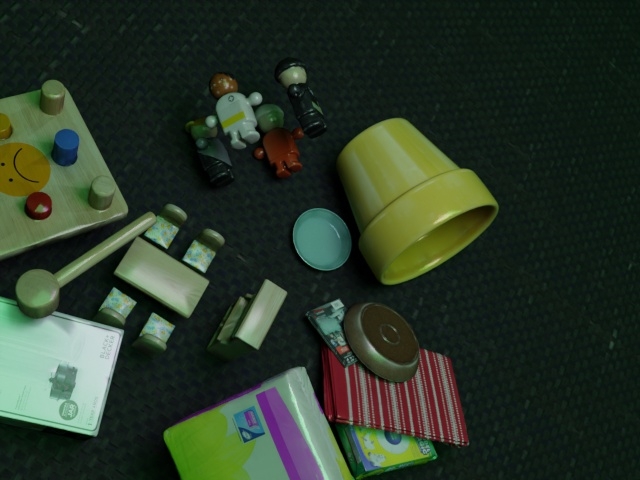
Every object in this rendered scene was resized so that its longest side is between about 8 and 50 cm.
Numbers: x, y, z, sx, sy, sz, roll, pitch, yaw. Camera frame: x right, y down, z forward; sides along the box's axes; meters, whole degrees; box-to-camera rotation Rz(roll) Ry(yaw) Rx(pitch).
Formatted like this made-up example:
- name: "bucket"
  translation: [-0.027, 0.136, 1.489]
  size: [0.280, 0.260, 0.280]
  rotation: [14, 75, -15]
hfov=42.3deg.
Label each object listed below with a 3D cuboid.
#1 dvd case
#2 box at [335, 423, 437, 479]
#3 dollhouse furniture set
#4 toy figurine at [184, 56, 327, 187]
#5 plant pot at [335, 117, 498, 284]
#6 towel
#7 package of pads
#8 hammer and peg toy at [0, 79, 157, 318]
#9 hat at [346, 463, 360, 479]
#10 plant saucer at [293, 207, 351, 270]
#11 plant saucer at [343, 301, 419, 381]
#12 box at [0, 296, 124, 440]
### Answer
- name: "dvd case"
  translation: [0.039, 0.162, 1.467]
  size: [0.087, 0.013, 0.119]
  rotation: [-20, 66, -46]
- name: "box"
  translation: [0.124, 0.346, 1.440]
  size: [0.179, 0.043, 0.105]
  rotation: [-2, 56, -35]
- name: "dollhouse furniture set"
  translation: [-0.203, 0.082, 1.321]
  size: [0.242, 0.161, 0.212]
  rotation: [34, 62, -13]
- name: "toy figurine"
  translation: [-0.114, -0.206, 1.435]
  size: [0.210, 0.213, 0.148]
  rotation: [-12, 70, -26]
- name: "plant pot"
  translation: [0.156, -0.083, 1.521]
  size: [0.254, 0.254, 0.239]
  rotation: [-20, 67, -30]
- name: "towel"
  translation: [0.127, 0.260, 1.466]
  size: [0.275, 0.031, 0.199]
  rotation: [16, 43, -21]
- name: "package of pads"
  translation: [-0.075, 0.363, 1.190]
  size: [0.296, 0.229, 0.101]
  rotation: [66, 16, 8]
- name: "hammer and peg toy"
  translation: [-0.429, -0.060, 1.253]
  size: [0.266, 0.127, 0.361]
  rotation: [-23, 75, -30]
- name: "hat"
  translation: [0.021, 0.413, 1.308]
  size: [0.208, 0.183, 0.173]
  rotation: [17, 65, -20]
- name: "plant saucer"
  translation: [0.000, 0.000, 1.529]
  size: [0.119, 0.021, 0.119]
  rotation: [8, 71, -24]
- name: "plant saucer"
  translation: [0.118, 0.174, 1.484]
  size: [0.168, 0.029, 0.168]
  rotation: [27, 38, -23]
- name: "box"
  translation: [-0.455, 0.178, 1.209]
  size: [0.290, 0.087, 0.169]
  rotation: [18, 67, -21]
